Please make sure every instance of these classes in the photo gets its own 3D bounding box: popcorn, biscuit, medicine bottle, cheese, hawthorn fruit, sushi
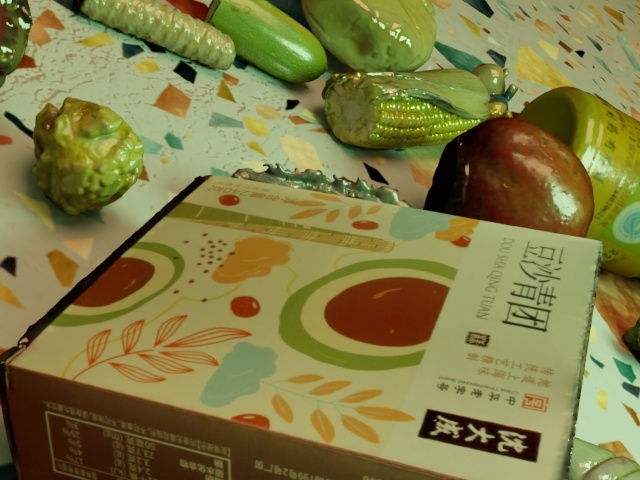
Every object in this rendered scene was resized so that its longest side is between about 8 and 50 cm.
[{"bbox_3d":[-0.229,-0.080,0.901,0.120,0.106,0.116,34,-4,18],"label":"popcorn"},{"bbox_3d":[-0.209,-0.280,1.210,0.219,0.055,0.061,20,27,-26],"label":"biscuit"},{"bbox_3d":[0.471,-0.059,1.441,0.384,0.224,0.224,25,35,-21],"label":"medicine bottle"},{"bbox_3d":[0.081,-0.360,1.449,0.226,0.117,0.214,37,46,-18],"label":"cheese"},{"bbox_3d":[0.258,-0.040,1.219,0.249,0.215,0.215,32,32,11],"label":"hawthorn fruit"},{"bbox_3d":[0.005,0.014,1.012,0.241,0.107,0.161,12,40,-22],"label":"sushi"}]

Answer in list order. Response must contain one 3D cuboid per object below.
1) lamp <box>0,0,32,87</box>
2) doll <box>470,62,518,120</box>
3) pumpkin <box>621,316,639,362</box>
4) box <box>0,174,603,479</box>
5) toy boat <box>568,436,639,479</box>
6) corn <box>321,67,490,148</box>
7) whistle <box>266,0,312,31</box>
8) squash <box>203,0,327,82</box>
[{"bbox_3d":[-0.399,-0.199,0.833,0.274,0.177,0.177,-8,54,-48],"label":"lamp"},{"bbox_3d":[0.294,-0.256,1.644,0.179,0.102,0.089,-95,168,-53],"label":"doll"},{"bbox_3d":[0.535,0.184,1.295,0.248,0.131,0.126,38,33,3],"label":"pumpkin"},{"bbox_3d":[0.011,0.089,0.754,0.385,0.122,0.344,11,30,15],"label":"box"},{"bbox_3d":[0.376,0.318,1.007,0.276,0.111,0.293,21,26,-36],"label":"toy boat"},{"bbox_3d":[0.130,-0.200,1.375,0.305,0.122,0.123,-9,54,-47],"label":"corn"},{"bbox_3d":[-0.028,-0.370,1.488,0.304,0.062,0.062,21,36,-24],"label":"whistle"},{"bbox_3d":[-0.070,-0.282,1.315,0.188,0.095,0.095,28,34,-17],"label":"squash"}]
